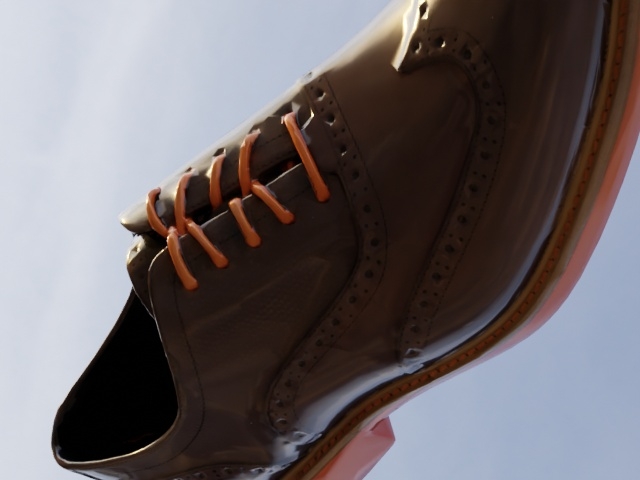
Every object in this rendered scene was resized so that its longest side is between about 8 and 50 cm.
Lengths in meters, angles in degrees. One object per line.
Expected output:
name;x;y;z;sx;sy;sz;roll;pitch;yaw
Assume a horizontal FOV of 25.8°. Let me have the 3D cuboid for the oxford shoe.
oxford shoe;0.000;0.000;0.410;0.271;0.098;0.097;-58;-141;37
